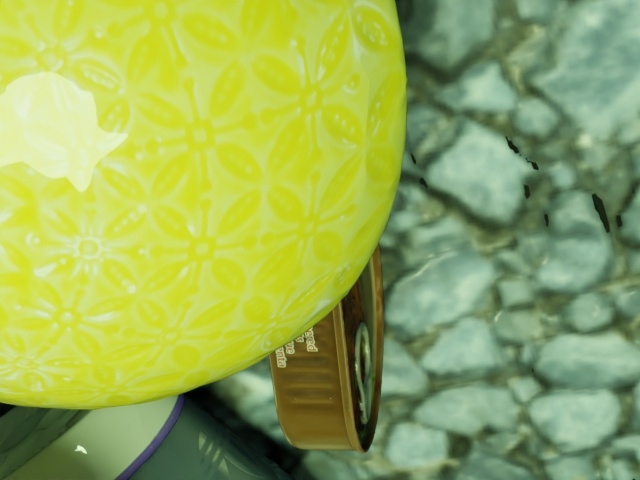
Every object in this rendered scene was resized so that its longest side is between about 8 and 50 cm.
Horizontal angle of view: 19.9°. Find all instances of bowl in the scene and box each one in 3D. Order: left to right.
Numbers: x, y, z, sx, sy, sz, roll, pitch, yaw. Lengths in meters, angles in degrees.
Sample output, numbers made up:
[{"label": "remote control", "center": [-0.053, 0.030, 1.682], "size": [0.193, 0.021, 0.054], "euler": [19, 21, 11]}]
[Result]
[{"label": "bowl", "center": [-0.132, -0.051, 0.634], "size": [0.289, 0.156, 0.289], "euler": [18, 124, 28]}]

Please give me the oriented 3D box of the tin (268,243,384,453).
[{"label": "tin", "center": [0.000, 0.000, 0.748], "size": [0.040, 0.106, 0.190], "euler": [1, 121, 13]}]

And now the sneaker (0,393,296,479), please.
[{"label": "sneaker", "center": [-0.125, 0.217, 0.874], "size": [0.322, 0.130, 0.236], "euler": [-36, 108, 17]}]
